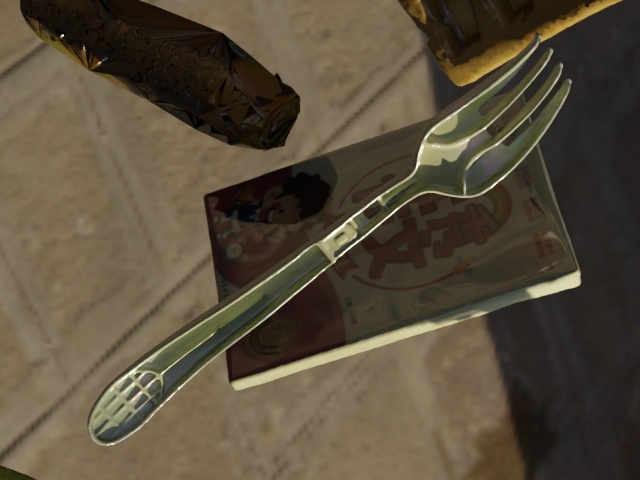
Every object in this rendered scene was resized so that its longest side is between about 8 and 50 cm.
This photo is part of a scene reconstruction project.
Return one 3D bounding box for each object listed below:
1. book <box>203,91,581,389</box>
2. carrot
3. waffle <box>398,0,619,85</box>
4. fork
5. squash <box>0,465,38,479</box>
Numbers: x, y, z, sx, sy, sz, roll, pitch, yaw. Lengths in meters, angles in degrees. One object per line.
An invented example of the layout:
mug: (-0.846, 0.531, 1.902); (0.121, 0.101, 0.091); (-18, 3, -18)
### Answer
book: (0.039, -0.003, 1.046); (0.022, 0.231, 0.162); (60, 15, -50)
carrot: (-0.117, -0.130, 1.120); (0.069, 0.228, 0.069); (-46, 154, -31)
waffle: (0.175, -0.323, 1.514); (0.077, 0.348, 0.304); (-38, 100, -41)
fork: (0.002, 0.002, 0.579); (0.219, 0.028, 0.034); (-38, 116, 1)
squash: (-0.237, 0.272, 1.291); (0.049, 0.252, 0.252); (-58, 133, -40)
